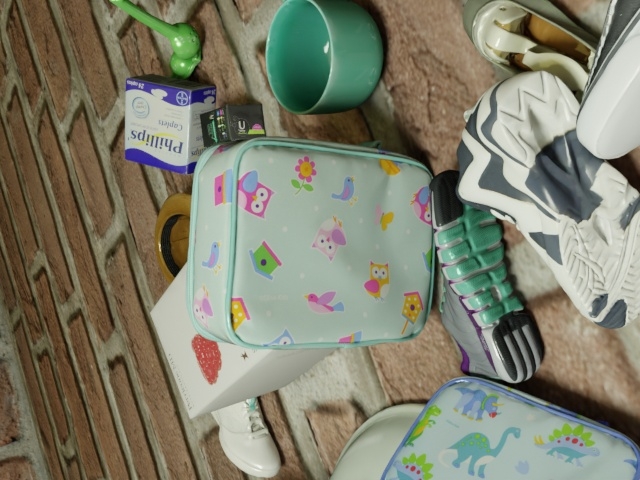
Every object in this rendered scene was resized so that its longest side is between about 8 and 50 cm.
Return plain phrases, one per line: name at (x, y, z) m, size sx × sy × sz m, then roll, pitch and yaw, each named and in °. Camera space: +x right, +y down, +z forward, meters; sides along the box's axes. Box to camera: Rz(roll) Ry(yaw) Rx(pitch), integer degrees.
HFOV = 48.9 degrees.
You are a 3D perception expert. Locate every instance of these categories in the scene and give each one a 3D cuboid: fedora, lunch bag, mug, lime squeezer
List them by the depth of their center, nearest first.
lunch bag at (0.180, 0.230, 0.652) m, size 0.219 × 0.176 × 0.090 m, roll 15°, pitch 149°, yaw 43°
lunch bag at (0.000, 0.000, 0.745) m, size 0.107 × 0.279 × 0.224 m, roll -4°, pitch 85°, yaw 52°
mug at (0.012, -0.226, 0.816) m, size 0.129 × 0.097 × 0.158 m, roll 26°, pitch 118°, yaw 47°
lime squeezer at (-0.243, -0.294, 1.129) m, size 0.310 × 0.109 × 0.059 m, roll 101°, pitch 151°, yaw -75°
fedora at (-0.196, 0.008, 1.157) m, size 0.194 × 0.079 × 0.195 m, roll 12°, pitch 107°, yaw 44°

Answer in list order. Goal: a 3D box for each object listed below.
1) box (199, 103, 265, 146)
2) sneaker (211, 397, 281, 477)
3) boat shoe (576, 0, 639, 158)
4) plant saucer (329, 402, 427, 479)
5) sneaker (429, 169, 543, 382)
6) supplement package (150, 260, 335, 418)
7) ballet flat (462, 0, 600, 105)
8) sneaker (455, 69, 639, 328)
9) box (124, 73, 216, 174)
box at (-0.131, -0.169, 1.042) m, size 0.083 × 0.062 × 0.052 m, roll -4°, pitch 95°, yaw 52°
sneaker at (-0.123, 0.281, 1.142) m, size 0.212 × 0.080 × 0.094 m, roll 49°, pitch 122°, yaw 35°
boat shoe at (0.254, -0.203, 0.486) m, size 0.102 × 0.108 × 0.301 m, roll 49°, pitch 129°, yaw 38°
plant saucer at (0.089, 0.389, 0.793) m, size 0.400 × 0.100 × 0.401 m, roll -12°, pitch 75°, yaw 55°
sneaker at (0.143, 0.043, 0.730) m, size 0.098 × 0.083 × 0.224 m, roll -28°, pitch 77°, yaw 56°
supplement package at (-0.084, 0.096, 0.955) m, size 0.293 × 0.175 × 0.178 m, roll -46°, pitch 64°, yaw 47°
ballet flat at (0.189, -0.173, 0.625) m, size 0.213 × 0.068 × 0.072 m, roll 46°, pitch 132°, yaw 36°
sneaker at (0.199, -0.035, 0.640) m, size 0.235 × 0.094 × 0.153 m, roll 53°, pitch 175°, yaw -11°
box at (-0.243, -0.188, 1.135) m, size 0.126 × 0.072 × 0.137 m, roll 15°, pitch 114°, yaw 21°
